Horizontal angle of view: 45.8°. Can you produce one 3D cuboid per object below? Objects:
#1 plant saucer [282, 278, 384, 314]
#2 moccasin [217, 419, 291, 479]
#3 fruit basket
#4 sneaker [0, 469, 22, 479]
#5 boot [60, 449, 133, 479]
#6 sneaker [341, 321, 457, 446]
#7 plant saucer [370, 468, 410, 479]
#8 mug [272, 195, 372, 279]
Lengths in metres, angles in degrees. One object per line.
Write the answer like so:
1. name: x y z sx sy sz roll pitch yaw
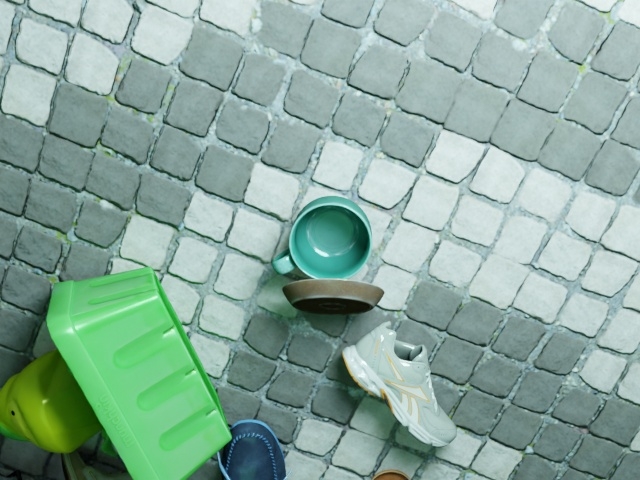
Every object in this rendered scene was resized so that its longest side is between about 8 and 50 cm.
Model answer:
1. plant saucer: 0.021 0.096 1.237 0.168 0.168 0.029 1 72 0
2. moccasin: -0.117 0.501 1.409 0.137 0.117 0.342 -3 111 2
3. fruit basket: -0.380 0.257 1.261 0.391 0.283 0.392 -4 104 -15
4. sneaker: -0.576 0.479 1.432 0.067 0.078 0.188 -18 126 31
5. boot: -0.375 0.441 1.403 0.165 0.213 0.077 -23 146 -28
6. sneaker: 0.164 0.252 1.326 0.121 0.099 0.262 -44 105 11
7. plant saucer: 0.134 0.472 1.450 0.083 0.013 0.084 0 111 1
8. mug: 0.005 -0.008 1.223 0.157 0.097 0.130 5 105 2
